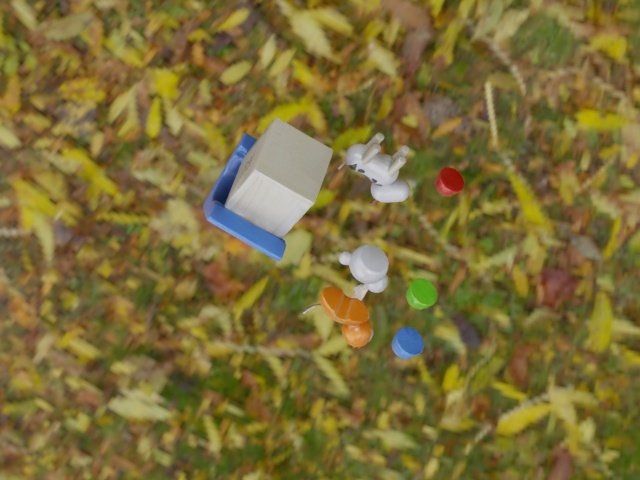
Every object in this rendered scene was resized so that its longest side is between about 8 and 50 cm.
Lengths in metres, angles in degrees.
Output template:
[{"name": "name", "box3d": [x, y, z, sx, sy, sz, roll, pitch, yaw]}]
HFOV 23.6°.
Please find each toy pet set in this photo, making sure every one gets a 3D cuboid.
[{"name": "toy pet set", "box3d": [0.000, 0.000, 0.771, 0.114, 0.122, 0.065, 30, 139, -12]}]
